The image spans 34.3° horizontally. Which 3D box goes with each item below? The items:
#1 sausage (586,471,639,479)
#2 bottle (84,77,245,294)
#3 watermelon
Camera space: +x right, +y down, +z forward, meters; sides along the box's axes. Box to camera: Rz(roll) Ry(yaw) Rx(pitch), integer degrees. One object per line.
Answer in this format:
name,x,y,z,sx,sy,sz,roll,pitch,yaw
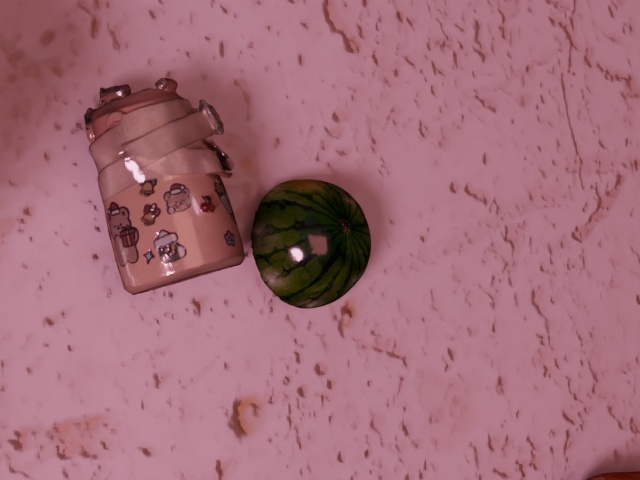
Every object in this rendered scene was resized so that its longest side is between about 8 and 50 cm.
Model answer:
sausage,0.308,0.246,0.933,0.197,0.076,0.076,9,81,-24
bottle,-0.113,-0.045,0.740,0.099,0.099,0.152,-14,87,-27
watermelon,0.000,0.000,0.808,0.105,0.062,0.105,5,81,-35
